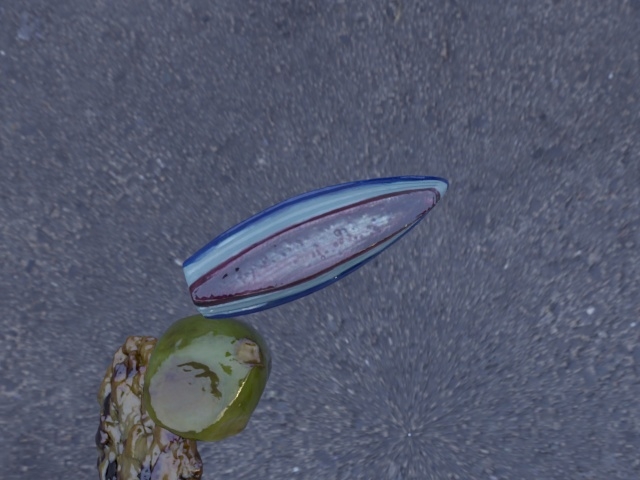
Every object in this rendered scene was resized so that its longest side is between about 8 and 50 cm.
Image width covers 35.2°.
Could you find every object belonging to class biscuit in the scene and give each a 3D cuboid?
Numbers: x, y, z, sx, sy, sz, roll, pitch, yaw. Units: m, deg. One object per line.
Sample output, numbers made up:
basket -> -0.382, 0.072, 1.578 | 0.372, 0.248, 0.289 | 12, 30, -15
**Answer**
biscuit -> -0.242, 0.298, 1.358 | 0.081, 0.289, 0.334 | -1, 57, -30

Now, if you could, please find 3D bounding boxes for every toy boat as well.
toy boat -> 0.000, 0.000, 0.808 | 0.228, 0.046, 0.080 | -22, 98, 2

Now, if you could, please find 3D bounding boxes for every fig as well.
fig -> -0.121, 0.149, 1.134 | 0.154, 0.166, 0.144 | -22, 77, -30
